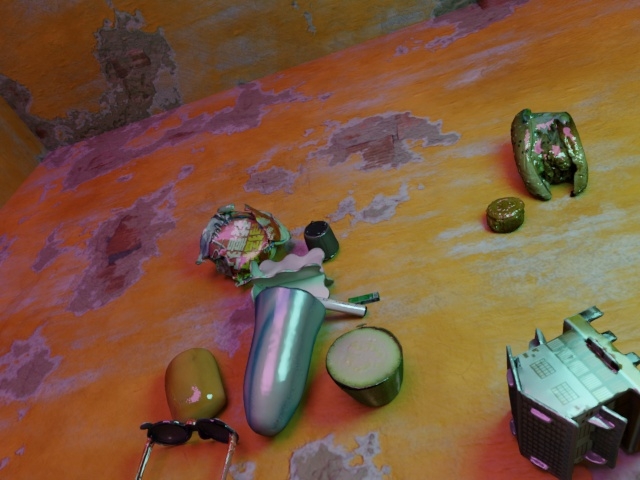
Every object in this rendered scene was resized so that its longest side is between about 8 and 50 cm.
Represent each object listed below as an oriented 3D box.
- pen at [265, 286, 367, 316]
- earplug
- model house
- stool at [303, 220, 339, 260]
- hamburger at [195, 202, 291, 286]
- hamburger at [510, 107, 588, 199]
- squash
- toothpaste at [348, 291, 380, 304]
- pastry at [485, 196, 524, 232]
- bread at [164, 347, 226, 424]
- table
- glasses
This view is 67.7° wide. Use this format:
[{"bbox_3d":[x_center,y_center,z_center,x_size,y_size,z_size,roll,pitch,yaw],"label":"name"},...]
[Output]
[{"bbox_3d":[-0.014,0.159,1.226,0.269,0.033,0.033,11,45,-1],"label":"pen"},{"bbox_3d":[-0.102,0.289,1.119,0.185,0.185,0.324,-7,47,22],"label":"earplug"},{"bbox_3d":[0.432,0.268,0.812,0.215,0.224,0.198,-23,41,-3],"label":"model house"},{"bbox_3d":[0.000,0.000,1.428,0.096,0.110,0.096,-13,38,10],"label":"stool"},{"bbox_3d":[-0.248,0.016,1.543,0.276,0.150,0.260,24,76,26],"label":"hamburger"},{"bbox_3d":[0.629,-0.261,1.329,0.168,0.192,0.288,-16,38,28],"label":"hamburger"},{"bbox_3d":[0.107,0.279,1.048,0.170,0.123,0.170,-16,39,13],"label":"squash"},{"bbox_3d":[0.115,0.156,1.264,0.083,0.017,0.020,-15,43,14],"label":"toothpaste"},{"bbox_3d":[0.497,-0.070,1.280,0.109,0.057,0.097,-38,35,-18],"label":"pastry"},{"bbox_3d":[-0.327,0.364,1.213,0.147,0.098,0.217,-30,40,-10],"label":"bread"},{"bbox_3d":[-0.074,0.111,1.307,0.198,0.166,0.166,-14,40,13],"label":"table"},{"bbox_3d":[-0.305,0.516,1.015,0.234,0.118,0.268,-9,43,16],"label":"glasses"}]
